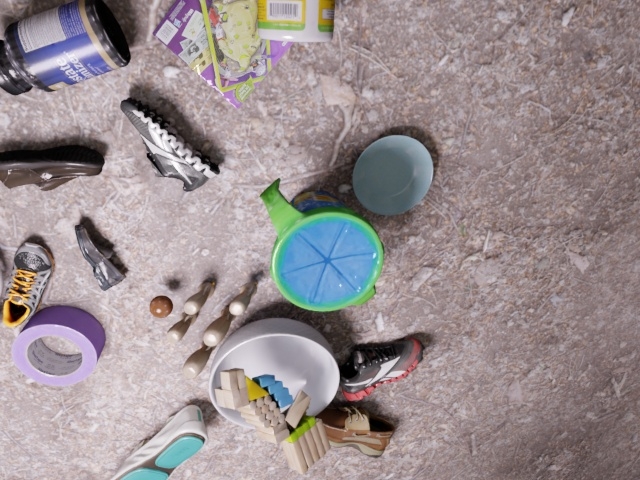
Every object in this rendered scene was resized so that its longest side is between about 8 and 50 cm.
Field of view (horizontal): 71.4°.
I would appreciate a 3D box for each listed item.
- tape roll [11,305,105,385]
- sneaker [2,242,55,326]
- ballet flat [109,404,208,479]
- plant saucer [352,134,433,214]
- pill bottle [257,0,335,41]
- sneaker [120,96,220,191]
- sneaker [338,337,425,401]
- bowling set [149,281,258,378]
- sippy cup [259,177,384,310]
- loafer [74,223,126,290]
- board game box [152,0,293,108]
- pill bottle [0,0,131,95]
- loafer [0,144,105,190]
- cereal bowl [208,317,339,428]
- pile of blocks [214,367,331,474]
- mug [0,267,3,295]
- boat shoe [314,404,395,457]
[{"bbox_3d":[-0.642,0.261,1.102,0.188,0.080,0.189,-4,116,-8],"label":"tape roll"},{"bbox_3d":[-0.672,0.105,1.017,0.084,0.083,0.215,16,111,-15],"label":"sneaker"},{"bbox_3d":[-0.465,0.611,1.282,0.400,0.139,0.139,-42,115,17],"label":"ballet flat"},{"bbox_3d":[0.167,-0.155,1.050,0.194,0.037,0.195,-3,117,-7],"label":"plant saucer"},{"bbox_3d":[-0.039,-0.472,0.751,0.136,0.136,0.246,-1,117,-9],"label":"pill bottle"},{"bbox_3d":[-0.330,-0.187,0.930,0.106,0.078,0.234,-43,117,10],"label":"sneaker"},{"bbox_3d":[0.162,0.349,1.267,0.276,0.098,0.135,-31,119,8],"label":"sneaker"},{"bbox_3d":[-0.298,0.171,1.099,0.200,0.154,0.287,39,107,-5],"label":"bowling set"},{"bbox_3d":[0.000,0.000,0.995,0.239,0.224,0.306,-8,118,-6],"label":"sippy cup"},{"bbox_3d":[-0.509,0.033,1.028,0.061,0.062,0.170,-26,124,-21],"label":"loafer"},{"bbox_3d":[-0.128,-0.453,0.849,0.208,0.056,0.347,40,104,-20],"label":"board game box"},{"bbox_3d":[-0.473,-0.343,0.803,0.219,0.123,0.123,-19,118,1],"label":"pill bottle"},{"bbox_3d":[-0.554,-0.146,0.922,0.219,0.080,0.078,-2,126,-3],"label":"loafer"},{"bbox_3d":[-0.124,0.337,1.187,0.338,0.141,0.339,-5,119,-9],"label":"cereal bowl"},{"bbox_3d":[-0.123,0.422,1.111,0.112,0.149,0.362,-13,122,48],"label":"pile of blocks"},{"bbox_3d":[-0.864,0.132,0.915,0.374,0.276,0.328,-35,108,-19],"label":"mug"},{"bbox_3d":[0.096,0.555,1.359,0.324,0.122,0.120,30,103,-30],"label":"boat shoe"}]
